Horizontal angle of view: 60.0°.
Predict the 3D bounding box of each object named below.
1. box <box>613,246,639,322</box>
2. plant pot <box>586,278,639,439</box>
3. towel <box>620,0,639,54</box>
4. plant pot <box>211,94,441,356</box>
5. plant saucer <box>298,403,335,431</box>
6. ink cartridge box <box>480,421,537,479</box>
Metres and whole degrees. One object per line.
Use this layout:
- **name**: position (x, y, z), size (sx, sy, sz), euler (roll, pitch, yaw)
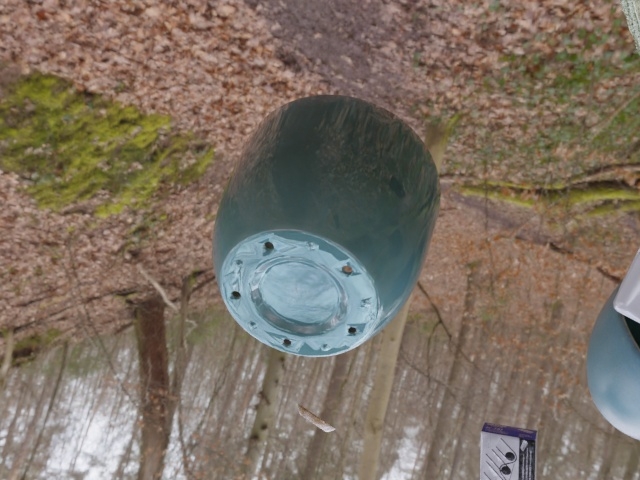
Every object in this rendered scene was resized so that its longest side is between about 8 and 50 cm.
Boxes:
- **box**: position (0.379, 0.031, 0.267), size (0.215, 0.168, 0.345), euler (-12, -145, -42)
- **plant pot**: position (0.555, 0.217, 0.901), size (0.290, 0.290, 0.195), euler (15, 135, -9)
- **towel**: position (0.473, -0.299, 0.744), size (0.148, 0.110, 0.027), euler (52, -162, -29)
- **plant pot**: position (0.000, 0.000, 0.696), size (0.293, 0.293, 0.235), euler (14, -143, 4)
- **plant saucer**: position (-0.010, 0.332, 1.027), size (0.083, 0.015, 0.083), euler (31, 165, 10)
- **ink cartridge box**: position (0.349, 0.452, 1.030), size (0.097, 0.207, 0.046), euler (2, -174, 25)
